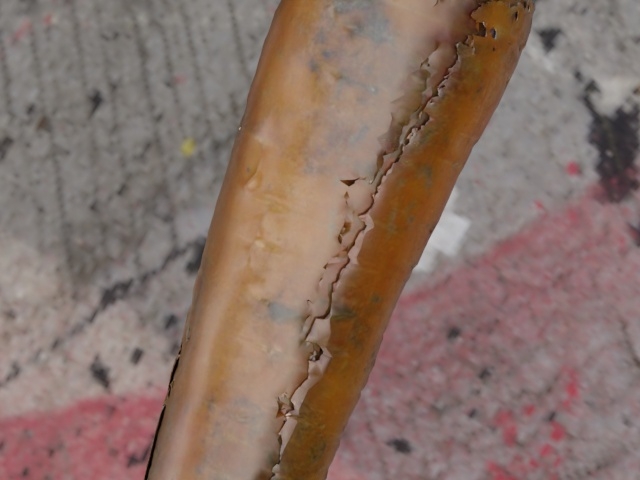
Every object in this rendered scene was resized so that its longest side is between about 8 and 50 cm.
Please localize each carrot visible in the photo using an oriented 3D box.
[{"bbox_3d":[0.000,0.000,0.387,0.055,0.055,0.162,23,93,48],"label":"carrot"}]
